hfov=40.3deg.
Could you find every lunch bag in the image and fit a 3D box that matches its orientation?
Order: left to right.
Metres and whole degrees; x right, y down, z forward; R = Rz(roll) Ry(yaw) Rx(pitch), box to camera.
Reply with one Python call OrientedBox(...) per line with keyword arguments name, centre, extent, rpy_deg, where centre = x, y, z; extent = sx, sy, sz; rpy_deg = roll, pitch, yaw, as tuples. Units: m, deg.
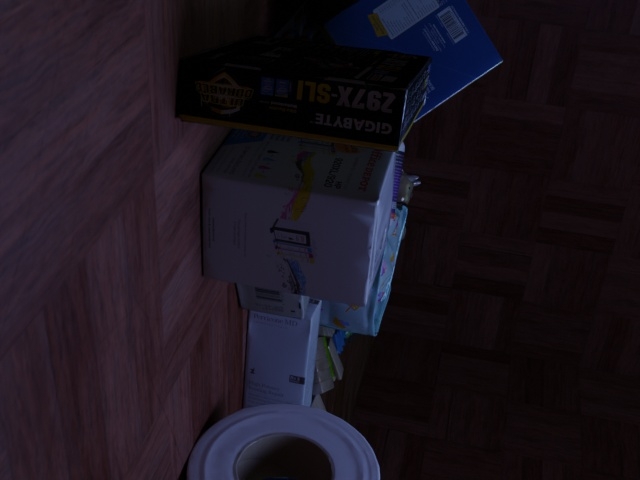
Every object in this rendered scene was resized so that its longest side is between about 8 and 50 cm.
OrientedBox(name="lunch bag", centre=(0.029, 0.040, 1.655), extent=(0.160, 0.224, 0.262), rpy_deg=(-22, 123, -73))

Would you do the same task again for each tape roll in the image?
OrientedBox(name="tape roll", centre=(-0.056, 0.373, 1.292), extent=(0.286, 0.286, 0.100), rpy_deg=(-66, 165, -57))

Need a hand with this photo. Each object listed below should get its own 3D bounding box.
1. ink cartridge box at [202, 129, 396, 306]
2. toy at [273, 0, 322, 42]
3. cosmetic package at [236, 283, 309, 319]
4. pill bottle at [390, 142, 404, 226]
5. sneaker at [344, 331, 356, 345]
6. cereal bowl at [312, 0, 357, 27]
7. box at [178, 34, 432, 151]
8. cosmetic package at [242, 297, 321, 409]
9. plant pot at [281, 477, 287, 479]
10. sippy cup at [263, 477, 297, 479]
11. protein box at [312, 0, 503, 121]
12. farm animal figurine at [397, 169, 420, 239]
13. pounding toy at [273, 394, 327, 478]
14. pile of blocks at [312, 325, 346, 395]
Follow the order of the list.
OrientedBox(name="ink cartridge box", centre=(-0.026, -0.041, 1.196), extent=(0.171, 0.233, 0.168), rpy_deg=(-68, 165, -56))
OrientedBox(name="toy", centre=(-0.034, -0.298, 1.440), extent=(0.237, 0.056, 0.136), rpy_deg=(-69, 164, -52))
OrientedBox(name="cosmetic package", centre=(-0.046, -0.043, 1.454), extent=(0.160, 0.113, 0.309), rpy_deg=(87, 15, -52))
OrientedBox(name="pill bottle", centre=(0.084, -0.125, 1.478), extent=(0.108, 0.108, 0.193), rpy_deg=(-9, 108, -81))
OrientedBox(name="sneaker", centre=(0.083, 0.119, 2.363), extent=(0.146, 0.134, 0.343), rpy_deg=(89, 14, -46))
OrientedBox(name="cereal bowl", centre=(0.081, -0.384, 1.558), extent=(0.339, 0.141, 0.338), rpy_deg=(-32, -127, 55))
OrientedBox(name="box", centre=(-0.004, -0.195, 1.097), extent=(0.322, 0.257, 0.079), rpy_deg=(-58, 157, -69))
OrientedBox(name="cosmetic package", centre=(-0.070, 0.212, 1.565), extent=(0.085, 0.117, 0.231), rpy_deg=(-60, 157, -62))
OrientedBox(name="plant pot", centre=(-0.021, 0.529, 1.959), extent=(0.290, 0.196, 0.290), rpy_deg=(10, 90, -80))
OrientedBox(name="sippy cup", centre=(-0.080, 0.556, 1.608), extent=(0.305, 0.240, 0.224), rpy_deg=(144, -52, -72))
OrientedBox(name="protein box", centre=(0.130, -0.296, 1.348), extent=(0.199, 0.201, 0.136), rpy_deg=(55, -3, -9))
OrientedBox(name="farm animal figurine", centre=(0.124, -0.125, 1.898), extent=(0.330, 0.172, 0.326), rpy_deg=(44, 25, -80))
OrientedBox(name="pounding toy", centre=(-0.061, 0.426, 1.722), extent=(0.094, 0.181, 0.206), rpy_deg=(-55, 127, -68))
OrientedBox(name="pile of blocks", centre=(-0.025, 0.209, 1.795), extent=(0.362, 0.113, 0.148), rpy_deg=(-66, 140, -65))
